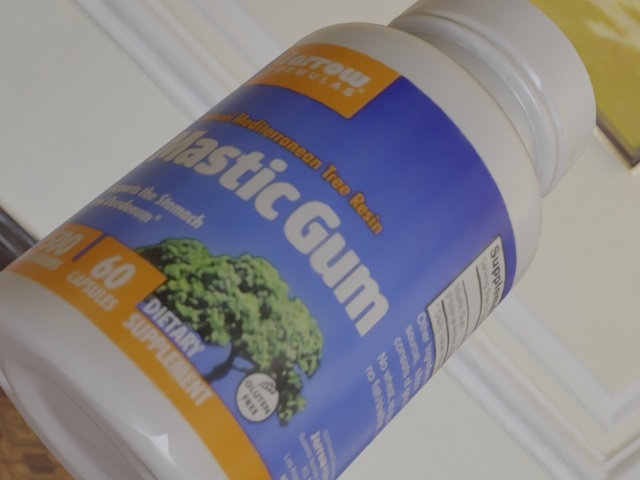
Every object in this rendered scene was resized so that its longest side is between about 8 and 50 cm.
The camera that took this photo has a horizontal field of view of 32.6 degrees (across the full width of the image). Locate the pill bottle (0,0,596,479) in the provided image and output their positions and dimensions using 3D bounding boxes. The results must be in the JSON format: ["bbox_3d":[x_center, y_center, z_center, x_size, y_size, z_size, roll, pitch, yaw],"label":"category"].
[{"bbox_3d":[0.000,0.000,0.481,0.152,0.272,0.152,35,-29,23],"label":"pill bottle"}]
